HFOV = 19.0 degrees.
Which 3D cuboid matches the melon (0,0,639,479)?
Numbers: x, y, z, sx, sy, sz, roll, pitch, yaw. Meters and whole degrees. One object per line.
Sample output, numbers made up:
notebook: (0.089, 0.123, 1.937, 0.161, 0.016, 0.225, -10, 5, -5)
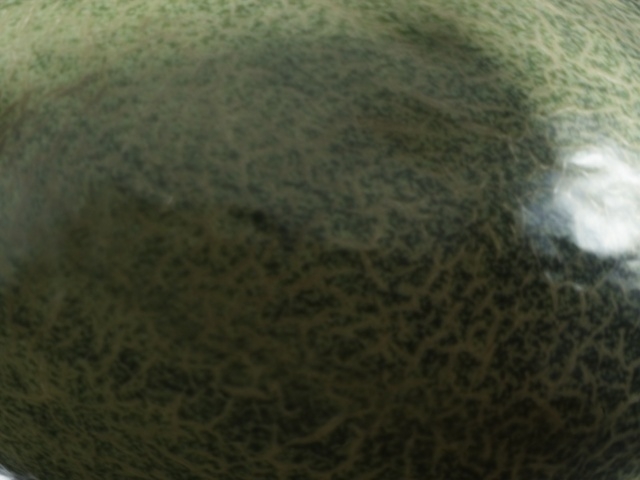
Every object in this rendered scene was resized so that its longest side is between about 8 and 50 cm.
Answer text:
melon: (0.000, 0.000, 0.647, 0.248, 0.329, 0.248, -170, -90, -77)
